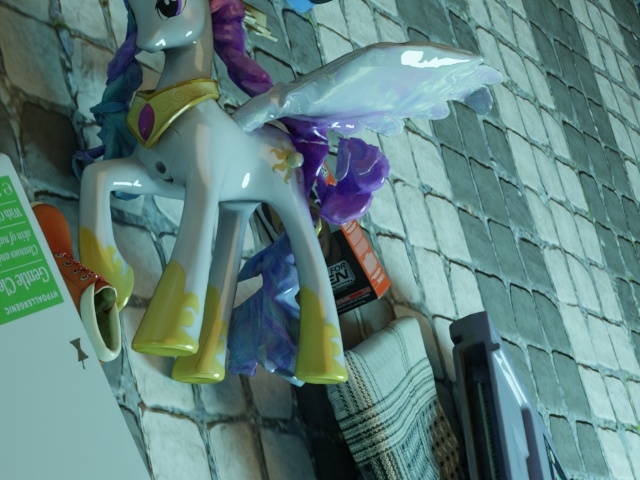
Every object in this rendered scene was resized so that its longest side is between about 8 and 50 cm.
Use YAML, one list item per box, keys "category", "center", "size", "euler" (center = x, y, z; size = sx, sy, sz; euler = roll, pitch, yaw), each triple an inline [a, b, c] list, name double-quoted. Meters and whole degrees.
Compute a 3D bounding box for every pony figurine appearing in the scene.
- category: "pony figurine"
  center: [-0.055, -0.068, 1.417]
  size: [0.351, 0.302, 0.364]
  euler: [16, 69, -48]

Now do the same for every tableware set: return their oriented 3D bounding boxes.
- category: "tableware set"
  center: [-0.110, -0.228, 1.587]
  size: [0.168, 0.020, 0.141]
  euler: [34, 10, 17]

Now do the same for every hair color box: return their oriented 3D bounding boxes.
- category: "hair color box"
  center: [0.000, 0.000, 1.643]
  size: [0.141, 0.072, 0.043]
  euler: [61, 25, -8]

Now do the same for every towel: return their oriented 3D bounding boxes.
- category: "towel"
  center: [0.106, 0.227, 1.597]
  size: [0.312, 0.056, 0.324]
  euler: [67, 11, 2]

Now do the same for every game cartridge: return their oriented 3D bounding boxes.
- category: "game cartridge"
  center: [0.208, 0.263, 1.748]
  size: [0.230, 0.068, 0.355]
  euler: [55, 18, -33]

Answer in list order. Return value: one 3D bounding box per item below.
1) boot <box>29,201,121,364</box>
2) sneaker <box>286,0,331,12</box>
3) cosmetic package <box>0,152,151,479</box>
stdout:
- category: "boot"
  center: [-0.179, 0.032, 1.248]
  size: [0.059, 0.084, 0.158]
  euler: [32, 40, -48]
- category: "sneaker"
  center: [-0.041, -0.322, 1.824]
  size: [0.232, 0.090, 0.081]
  euler: [31, 43, -51]
- category: "cosmetic package"
  center: [-0.210, 0.152, 0.999]
  size: [0.366, 0.155, 0.197]
  euler: [65, 22, 0]
